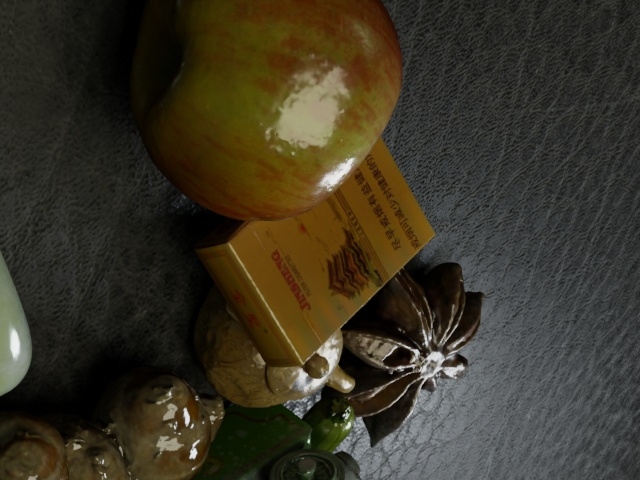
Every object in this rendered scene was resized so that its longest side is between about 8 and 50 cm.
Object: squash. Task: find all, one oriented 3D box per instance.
[{"bbox_3d":[-0.009,0.279,1.596,0.069,0.069,0.258,-18,156,-35],"label":"squash"}]

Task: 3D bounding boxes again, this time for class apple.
[{"bbox_3d":[-0.068,-0.171,1.161,0.301,0.301,0.302,-23,129,-32],"label":"apple"}]

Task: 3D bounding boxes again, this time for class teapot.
[{"bbox_3d":[-0.040,0.134,1.452,0.203,0.167,0.311,-53,139,-5],"label":"teapot"}]

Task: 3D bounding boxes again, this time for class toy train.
[{"bbox_3d":[-0.107,0.353,1.465,0.307,0.248,0.174,-28,130,-31],"label":"toy train"}]

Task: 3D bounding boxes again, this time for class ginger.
[{"bbox_3d":[-0.251,0.254,1.314,0.375,0.176,0.256,-19,147,-45],"label":"ginger"}]

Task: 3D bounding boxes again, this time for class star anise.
[{"bbox_3d":[0.133,0.164,1.685,0.315,0.108,0.315,-27,133,-33],"label":"star anise"}]

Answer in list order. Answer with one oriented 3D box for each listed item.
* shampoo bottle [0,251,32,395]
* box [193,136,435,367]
[{"bbox_3d":[-0.422,0.060,0.926,0.317,0.322,0.323,-27,132,-19],"label":"shampoo bottle"},{"bbox_3d":[0.000,0.000,1.351,0.274,0.076,0.174,-42,108,-34],"label":"box"}]
